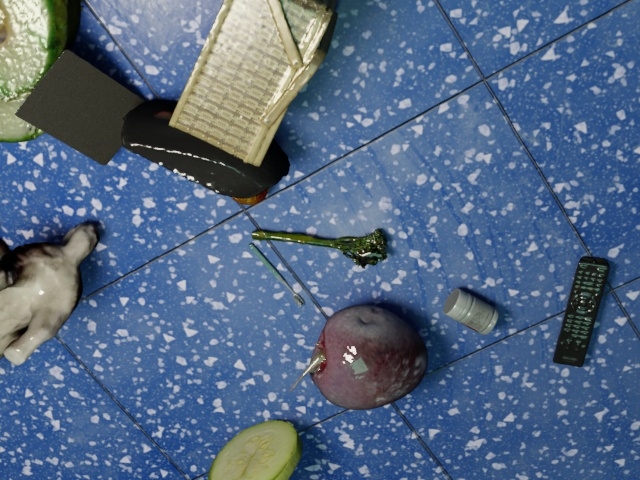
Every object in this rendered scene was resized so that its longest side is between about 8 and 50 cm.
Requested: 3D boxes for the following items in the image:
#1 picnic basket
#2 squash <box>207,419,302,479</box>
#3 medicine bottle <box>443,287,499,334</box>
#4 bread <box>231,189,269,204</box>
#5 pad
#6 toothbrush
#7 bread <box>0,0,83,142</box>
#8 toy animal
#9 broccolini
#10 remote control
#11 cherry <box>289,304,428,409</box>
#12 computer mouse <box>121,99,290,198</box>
[{"bbox_3d":[-0.089,-0.306,1.691,0.175,0.228,0.312,24,121,-8],"label":"picnic basket"},{"bbox_3d":[-0.134,0.453,2.163,0.219,0.219,0.041,-27,114,19],"label":"squash"},{"bbox_3d":[0.286,0.135,2.028,0.091,0.058,0.058,28,119,-12],"label":"medicine bottle"},{"bbox_3d":[-0.131,-0.104,1.919,0.085,0.053,0.085,2,121,3],"label":"bread"},{"bbox_3d":[-0.398,-0.221,1.813,0.143,0.003,0.211,-49,139,6],"label":"pad"},{"bbox_3d":[-0.084,0.067,2.042,0.011,0.014,0.167,-27,116,29],"label":"toothbrush"},{"bbox_3d":[-0.560,-0.339,1.766,0.366,0.129,0.382,-28,116,19],"label":"bread"},{"bbox_3d":[-0.565,0.101,1.993,0.344,0.302,0.194,-21,115,43],"label":"toy animal"},{"bbox_3d":[0.001,0.002,1.994,0.254,0.071,0.057,9,163,7],"label":"broccolini"},{"bbox_3d":[0.495,0.140,2.034,0.063,0.025,0.245,8,122,1],"label":"remote control"},{"bbox_3d":[0.083,0.223,2.028,0.266,0.183,0.213,2,142,-21],"label":"cherry"},{"bbox_3d":[-0.189,-0.172,1.810,0.295,0.168,0.087,21,128,-6],"label":"computer mouse"}]
